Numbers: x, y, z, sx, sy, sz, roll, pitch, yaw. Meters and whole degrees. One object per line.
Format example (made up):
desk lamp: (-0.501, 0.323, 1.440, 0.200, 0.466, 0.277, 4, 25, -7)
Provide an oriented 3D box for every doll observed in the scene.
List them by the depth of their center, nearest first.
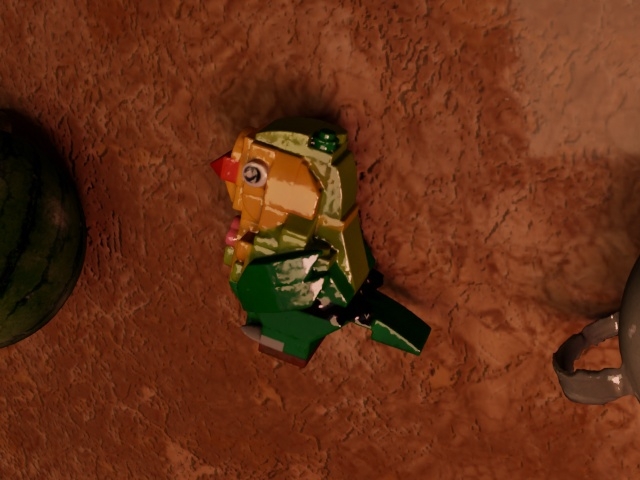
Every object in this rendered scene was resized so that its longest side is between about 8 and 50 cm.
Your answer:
doll: (-0.008, 0.001, 0.687, 0.134, 0.106, 0.186, -9, 109, 25)

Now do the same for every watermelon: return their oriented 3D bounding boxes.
watermelon: (-0.289, -0.013, 0.793, 0.188, 0.214, 0.188, 15, 162, 5)

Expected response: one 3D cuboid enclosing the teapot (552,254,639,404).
teapot: (0.277, 0.052, 0.550, 0.294, 0.129, 0.193, -14, 106, 35)
